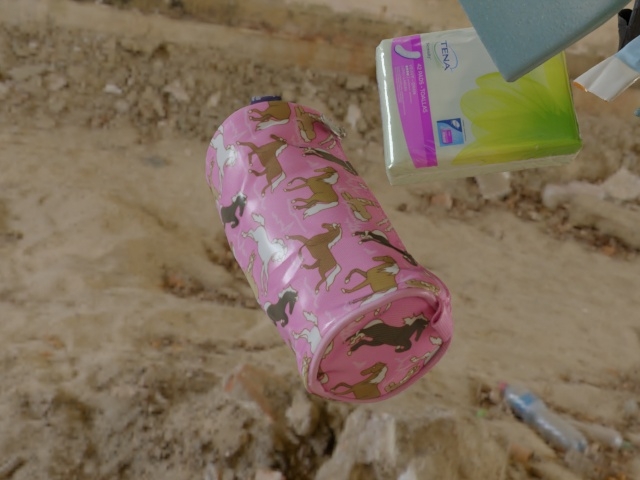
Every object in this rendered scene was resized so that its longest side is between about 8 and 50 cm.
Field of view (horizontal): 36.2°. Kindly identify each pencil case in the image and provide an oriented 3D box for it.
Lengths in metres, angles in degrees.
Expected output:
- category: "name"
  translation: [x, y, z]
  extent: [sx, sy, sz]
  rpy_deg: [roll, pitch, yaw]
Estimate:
- category: "pencil case"
  translation: [0.000, 0.000, 1.057]
  extent: [0.160, 0.167, 0.386]
  rpy_deg: [9, 34, -32]

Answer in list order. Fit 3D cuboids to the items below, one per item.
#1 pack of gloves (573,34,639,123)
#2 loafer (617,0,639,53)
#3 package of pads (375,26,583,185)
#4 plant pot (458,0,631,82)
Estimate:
- category: "pack of gloves"
  translation: [0.584, -0.270, 1.666]
  extent: [0.232, 0.046, 0.195]
  rpy_deg: [-34, 53, -15]
- category: "loafer"
  translation: [0.625, -0.433, 1.946]
  extent: [0.078, 0.223, 0.076]
  rpy_deg: [27, 44, 9]
- category: "package of pads"
  translation: [0.240, -0.219, 1.523]
  extent: [0.296, 0.229, 0.101]
  rpy_deg: [-6, -19, 5]
- category: "plant pot"
  translation: [0.304, -0.380, 1.150]
  extent: [0.252, 0.248, 0.247]
  rpy_deg: [-23, 14, 44]
